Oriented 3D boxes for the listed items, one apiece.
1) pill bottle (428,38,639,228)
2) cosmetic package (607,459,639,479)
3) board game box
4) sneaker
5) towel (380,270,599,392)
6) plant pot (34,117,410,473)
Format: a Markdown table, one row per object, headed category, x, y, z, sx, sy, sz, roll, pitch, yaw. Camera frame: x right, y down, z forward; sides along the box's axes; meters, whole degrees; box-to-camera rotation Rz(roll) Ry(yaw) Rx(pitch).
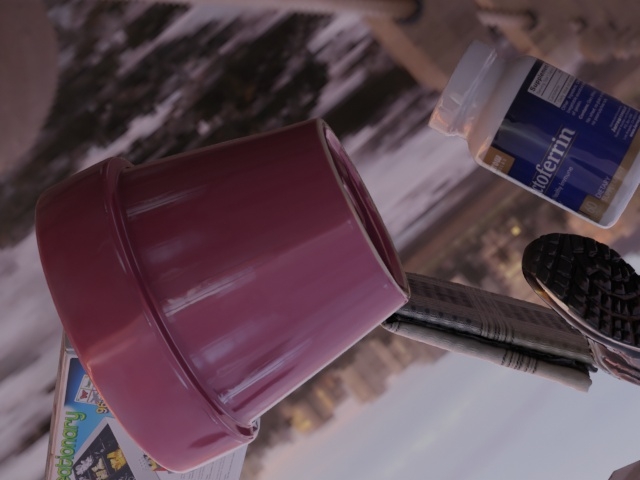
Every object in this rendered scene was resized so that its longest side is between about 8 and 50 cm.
| category | x | y | z | sx | sy | sz | roll | pitch | yaw |
| --- | --- | --- | --- | --- | --- | --- | --- | --- | --- |
| pill bottle | 0.278 | -0.138 | 1.941 | 0.153 | 0.264 | 0.153 | -61 | 173 | -12 |
| cosmetic package | 0.450 | 0.362 | 2.099 | 0.085 | 0.117 | 0.231 | -54 | 174 | -13 |
| board game box | -0.171 | 0.199 | 1.545 | 0.053 | 0.192 | 0.305 | -100 | -161 | -46 |
| sneaker | 0.317 | 0.101 | 1.689 | 0.124 | 0.283 | 0.107 | -40 | -156 | 51 |
| towel | 0.221 | 0.111 | 1.977 | 0.312 | 0.324 | 0.056 | -83 | -173 | -83 |
| plant pot | -0.051 | 0.020 | 0.976 | 0.180 | 0.201 | 0.201 | -26 | 178 | 8 |
